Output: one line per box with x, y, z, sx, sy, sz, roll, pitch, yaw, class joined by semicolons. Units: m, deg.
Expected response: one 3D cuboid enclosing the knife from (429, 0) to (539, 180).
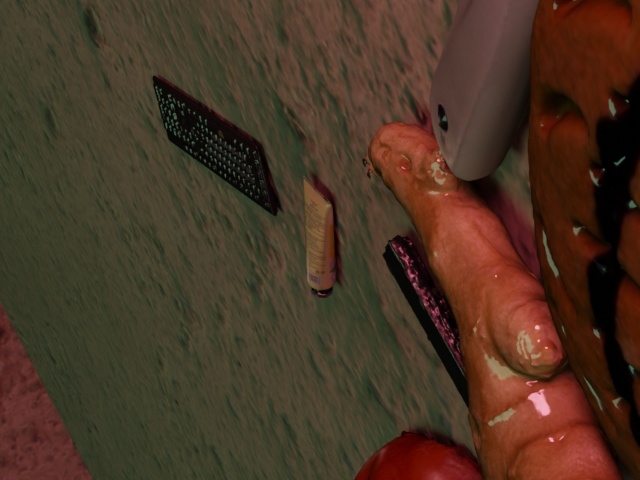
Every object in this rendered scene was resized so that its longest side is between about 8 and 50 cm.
0.087;-0.116;0.873;0.265;0.040;0.073;99;149;-62;knife

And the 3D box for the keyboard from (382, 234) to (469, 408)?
0.094;0.085;1.178;0.195;0.018;0.060;61;169;6;keyboard

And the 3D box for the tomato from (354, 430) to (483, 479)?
0.083;0.251;1.314;0.228;0.101;0.228;55;159;32;tomato

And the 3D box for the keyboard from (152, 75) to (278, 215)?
-0.086;-0.077;1.452;0.198;0.010;0.064;36;146;55;keyboard

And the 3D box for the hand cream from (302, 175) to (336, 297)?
0.000;0.000;1.311;0.035;0.022;0.102;47;151;40;hand cream

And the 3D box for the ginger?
0.108;0.075;1.012;0.148;0.081;0.334;44;-155;-73;ginger

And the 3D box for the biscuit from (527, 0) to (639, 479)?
0.189;0.034;0.767;0.314;0.063;0.367;50;157;38;biscuit
